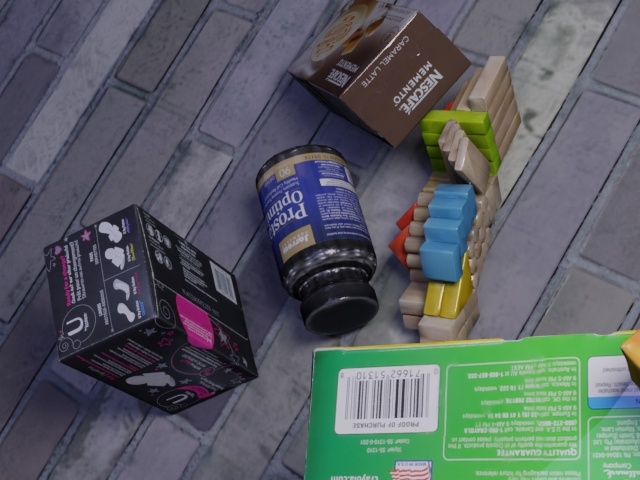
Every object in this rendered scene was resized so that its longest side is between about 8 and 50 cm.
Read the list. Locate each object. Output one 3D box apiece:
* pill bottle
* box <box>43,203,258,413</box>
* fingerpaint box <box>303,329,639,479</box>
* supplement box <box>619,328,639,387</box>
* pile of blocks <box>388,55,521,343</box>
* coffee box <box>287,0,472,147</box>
[{"bbox_3d":[0.000,0.000,1.428,0.123,0.123,0.219,-25,59,15],"label":"pill bottle"},{"bbox_3d":[-0.207,0.091,1.419,0.142,0.247,0.163,-25,59,15],"label":"box"},{"bbox_3d":[0.262,0.213,1.052,0.445,0.371,0.163,-5,67,24],"label":"fingerpaint box"},{"bbox_3d":[0.314,0.138,0.790,0.078,0.080,0.233,-43,55,2],"label":"supplement box"},{"bbox_3d":[0.138,-0.048,1.364,0.113,0.149,0.362,5,71,29],"label":"pile of blocks"},{"bbox_3d":[0.066,-0.216,1.436,0.141,0.098,0.246,-48,22,2],"label":"coffee box"}]
